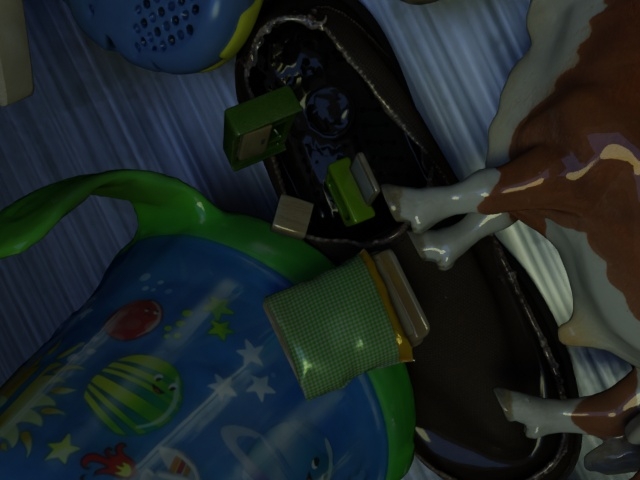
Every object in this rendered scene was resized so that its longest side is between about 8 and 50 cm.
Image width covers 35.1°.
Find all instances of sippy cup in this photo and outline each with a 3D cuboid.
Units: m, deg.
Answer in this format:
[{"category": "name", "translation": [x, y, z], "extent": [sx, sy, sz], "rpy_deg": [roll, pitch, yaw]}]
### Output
[{"category": "sippy cup", "translation": [-0.096, 0.131, 0.585], "extent": [0.305, 0.224, 0.240], "rpy_deg": [43, 133, 5]}]

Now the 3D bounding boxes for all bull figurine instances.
[{"category": "bull figurine", "translation": [0.149, -0.005, 0.522], "extent": [0.188, 0.101, 0.310], "rpy_deg": [-28, 89, 6]}]

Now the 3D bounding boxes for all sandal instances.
[{"category": "sandal", "translation": [-0.170, -0.205, 0.612], "extent": [0.317, 0.138, 0.126], "rpy_deg": [37, 113, 19]}]

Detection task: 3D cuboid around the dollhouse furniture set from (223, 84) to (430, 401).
[{"category": "dollhouse furniture set", "translation": [0.000, 0.000, 0.523], "extent": [0.076, 0.058, 0.152], "rpy_deg": [-23, 81, -14]}]

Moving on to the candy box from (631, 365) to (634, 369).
[{"category": "candy box", "translation": [0.262, -0.024, 0.608], "extent": [0.164, 0.070, 0.196], "rpy_deg": [-5, 96, 12]}]

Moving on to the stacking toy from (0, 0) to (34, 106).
[{"category": "stacking toy", "translation": [-0.254, -0.213, 0.493], "extent": [0.309, 0.130, 0.280], "rpy_deg": [40, 136, 15]}]

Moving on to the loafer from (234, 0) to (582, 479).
[{"category": "loafer", "translation": [0.040, 0.011, 0.629], "extent": [0.133, 0.130, 0.366], "rpy_deg": [-31, 90, 14]}]

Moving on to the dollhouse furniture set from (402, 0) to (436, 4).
[{"category": "dollhouse furniture set", "translation": [-0.073, -0.338, 0.506], "extent": [0.256, 0.362, 0.394], "rpy_deg": [-29, 65, 15]}]
